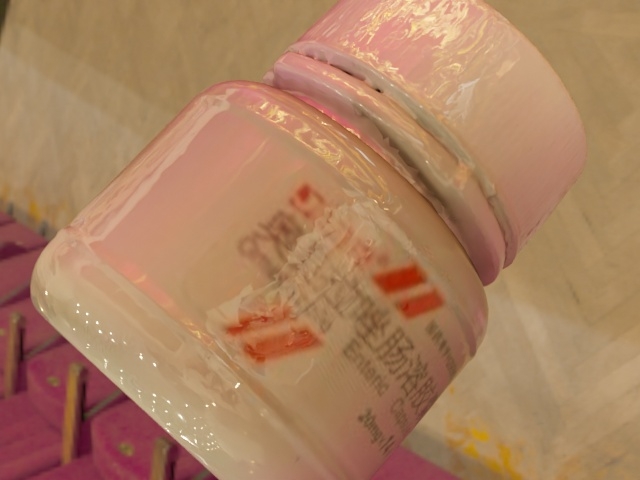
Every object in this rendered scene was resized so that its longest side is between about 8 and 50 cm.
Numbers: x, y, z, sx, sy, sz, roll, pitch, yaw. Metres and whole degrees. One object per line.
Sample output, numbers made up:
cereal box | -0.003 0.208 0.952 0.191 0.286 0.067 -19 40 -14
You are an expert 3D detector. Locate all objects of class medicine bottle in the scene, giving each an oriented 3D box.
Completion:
medicine bottle | 0.000 0.000 0.616 0.302 0.241 0.241 -48 34 -14
